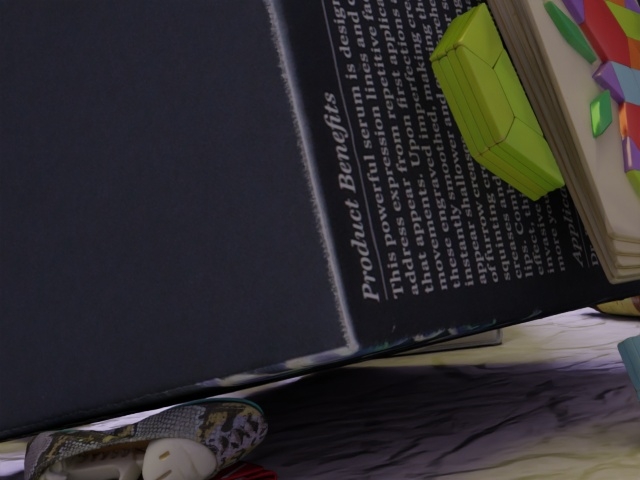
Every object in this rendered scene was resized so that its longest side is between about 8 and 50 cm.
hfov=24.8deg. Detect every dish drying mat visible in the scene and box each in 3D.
[{"bbox_3d":[-0.052,0.105,0.666,0.032,0.008,0.083,-9,3,-28],"label":"dish drying mat"}]

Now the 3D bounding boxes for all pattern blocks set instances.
[{"bbox_3d":[0.142,-0.070,0.710,0.026,0.325,0.285,-28,-5,33],"label":"pattern blocks set"}]

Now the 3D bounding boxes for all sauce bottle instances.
[{"bbox_3d":[0.229,0.038,1.128,0.042,0.042,0.128,-8,1,-21],"label":"sauce bottle"}]

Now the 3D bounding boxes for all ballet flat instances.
[{"bbox_3d":[-0.077,0.097,0.623,0.114,0.041,0.041,-12,0,17],"label":"ballet flat"}]

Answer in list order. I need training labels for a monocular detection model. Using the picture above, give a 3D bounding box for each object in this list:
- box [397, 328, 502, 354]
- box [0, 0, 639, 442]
[{"bbox_3d":[0.059,0.015,1.150,0.149,0.126,0.232,-6,2,3],"label":"box"},{"bbox_3d":[-0.011,-0.033,0.795,0.293,0.212,0.395,-17,-7,35],"label":"box"}]
